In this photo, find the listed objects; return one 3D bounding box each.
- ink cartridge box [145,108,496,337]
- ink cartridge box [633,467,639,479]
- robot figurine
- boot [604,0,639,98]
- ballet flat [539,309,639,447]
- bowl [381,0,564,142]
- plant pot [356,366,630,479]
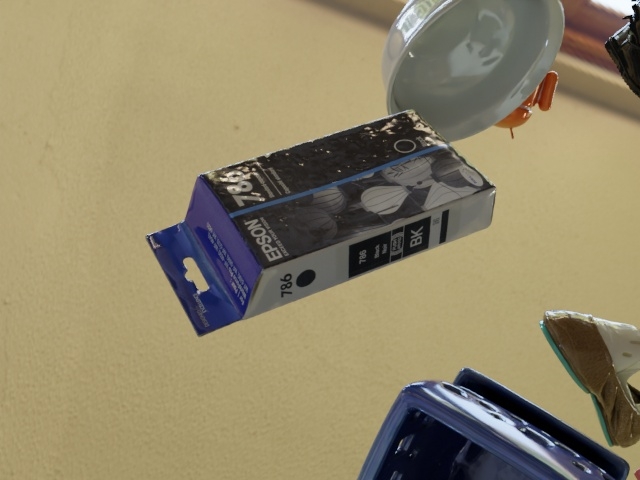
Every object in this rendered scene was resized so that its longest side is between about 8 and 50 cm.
[{"bbox_3d":[-0.003,-0.029,0.899,0.332,0.065,0.165,-21,-133,-19],"label":"ink cartridge box"},{"bbox_3d":[0.445,0.313,0.941,0.067,0.115,0.198,40,-160,-58],"label":"ink cartridge box"},{"bbox_3d":[0.381,-0.322,1.762,0.158,0.219,0.128,8,-164,-33],"label":"robot figurine"},{"bbox_3d":[0.399,-0.235,1.045,0.045,0.099,0.121,-3,-124,-30],"label":"boot"},{"bbox_3d":[0.440,0.196,1.312,0.342,0.124,0.116,53,-160,-35],"label":"ballet flat"},{"bbox_3d":[0.205,-0.299,1.323,0.297,0.298,0.134,-9,-129,-29],"label":"bowl"},{"bbox_3d":[0.169,0.278,0.888,0.236,0.236,0.212,29,-164,20],"label":"plant pot"}]
